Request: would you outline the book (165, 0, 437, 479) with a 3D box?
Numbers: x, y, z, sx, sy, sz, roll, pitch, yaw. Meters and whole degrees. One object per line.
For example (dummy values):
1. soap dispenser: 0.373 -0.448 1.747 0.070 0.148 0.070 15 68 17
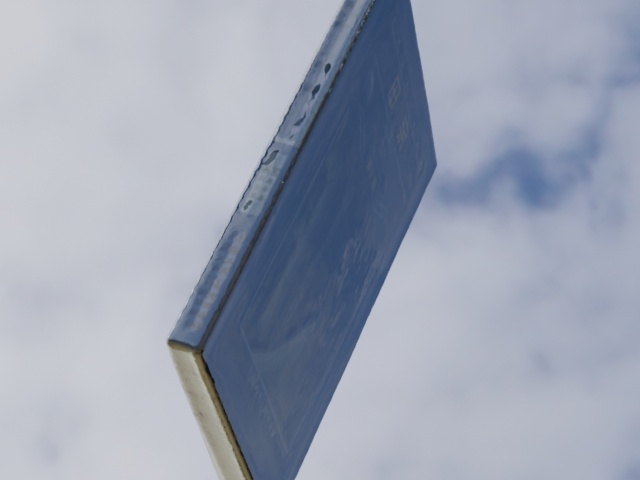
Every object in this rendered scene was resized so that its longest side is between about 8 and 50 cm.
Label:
1. book: 0.000 0.000 0.918 0.025 0.269 0.191 14 -32 20
